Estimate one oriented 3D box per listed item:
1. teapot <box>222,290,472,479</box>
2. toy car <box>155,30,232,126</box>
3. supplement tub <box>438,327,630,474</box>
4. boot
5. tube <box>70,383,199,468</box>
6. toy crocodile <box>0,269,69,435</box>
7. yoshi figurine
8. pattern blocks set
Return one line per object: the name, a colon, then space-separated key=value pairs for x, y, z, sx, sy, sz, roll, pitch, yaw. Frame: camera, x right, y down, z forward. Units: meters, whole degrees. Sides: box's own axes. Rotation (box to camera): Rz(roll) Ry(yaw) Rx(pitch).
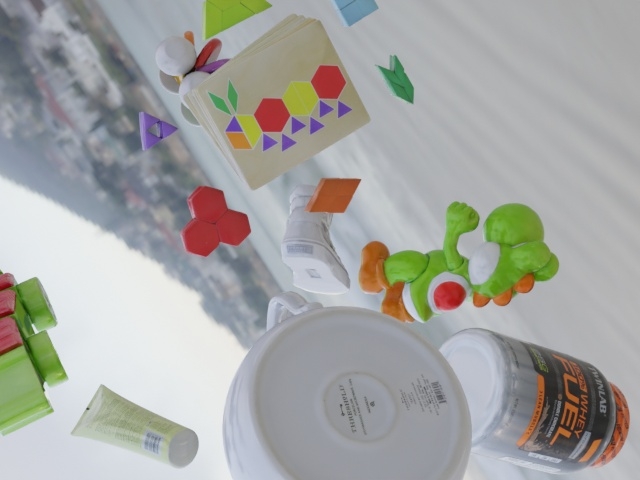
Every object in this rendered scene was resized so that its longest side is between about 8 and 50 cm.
teapot: x=0.012 y=0.196 z=1.240 sx=0.252 sy=0.256 sz=0.187 roll=30 pitch=145 yaw=3
toy car: x=-0.220 y=-0.309 z=2.387 sx=0.182 sy=0.136 sz=0.159 roll=56 pitch=169 yaw=8
supplement tub: x=0.354 y=0.280 z=2.168 sx=0.338 sy=0.207 sz=0.207 roll=18 pitch=-158 yaw=-36
boot: x=0.000 y=0.000 z=1.965 sx=0.258 sy=0.095 sz=0.123 roll=69 pitch=-153 yaw=-72
tube: x=-0.282 y=0.282 z=1.931 sx=0.240 sy=0.070 sz=0.062 roll=12 pitch=113 yaw=42
toy crocodile: x=-0.366 y=0.108 z=1.468 sx=0.340 sy=0.115 sz=0.105 roll=-123 pitch=12 yaw=-59
yoshi figurine: x=0.262 y=0.032 z=2.306 sx=0.203 sy=0.362 sz=0.203 roll=-4 pitch=-97 yaw=-57
pattern blocks set: x=-0.050 y=-0.153 z=1.460 sx=0.285 sy=0.325 sz=0.026 roll=70 pitch=164 yaw=-11
